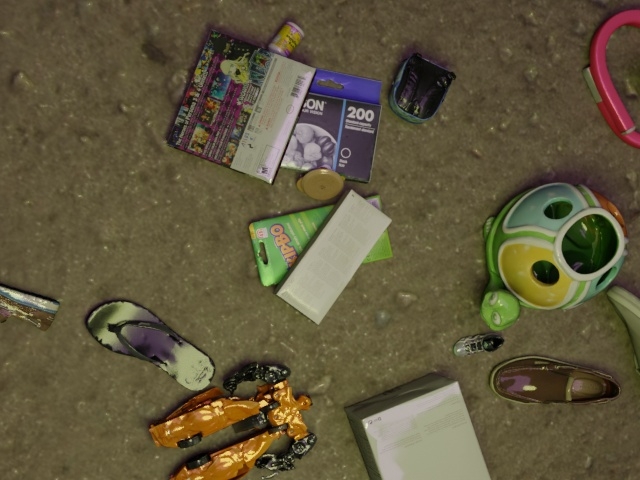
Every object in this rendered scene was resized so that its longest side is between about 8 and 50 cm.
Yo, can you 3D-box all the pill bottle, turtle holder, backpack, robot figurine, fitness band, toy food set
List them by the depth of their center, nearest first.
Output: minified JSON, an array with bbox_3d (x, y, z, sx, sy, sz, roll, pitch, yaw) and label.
[{"bbox_3d":[-0.153,0.345,1.697,0.291,0.085,0.211,-21,93,-10],"label":"robot figurine"},{"bbox_3d":[0.426,0.018,1.744,0.320,0.227,0.243,-12,91,-11],"label":"turtle holder"},{"bbox_3d":[0.003,-0.106,1.747,0.083,0.083,0.020,26,41,-26],"label":"toy food set"},{"bbox_3d":[-0.071,-0.370,1.753,0.043,0.043,0.083,38,83,-8],"label":"pill bottle"},{"bbox_3d":[0.185,-0.284,1.779,0.105,0.084,0.114,26,80,-10],"label":"backpack"},{"bbox_3d":[0.658,-0.327,1.888,0.209,0.054,0.290,-29,95,-11],"label":"fitness band"}]

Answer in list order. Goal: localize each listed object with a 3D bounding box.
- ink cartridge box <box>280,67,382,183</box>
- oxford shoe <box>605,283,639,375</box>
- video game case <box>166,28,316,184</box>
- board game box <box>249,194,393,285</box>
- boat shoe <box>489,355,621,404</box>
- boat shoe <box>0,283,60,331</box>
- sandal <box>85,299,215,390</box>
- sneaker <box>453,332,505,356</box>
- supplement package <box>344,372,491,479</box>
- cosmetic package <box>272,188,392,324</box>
[{"bbox_3d":[0.010,-0.226,1.765,0.206,0.045,0.208,9,86,-9],"label":"ink cartridge box"},{"bbox_3d":[0.698,0.280,1.833,0.130,0.169,0.449,-38,97,10],"label":"oxford shoe"},{"bbox_3d":[-0.144,-0.245,1.709,0.210,0.042,0.232,20,88,3],"label":"video game case"},{"bbox_3d":[0.000,0.000,1.761,0.260,0.039,0.124,-13,91,-14],"label":"board game box"},{"bbox_3d":[0.464,0.277,1.811,0.258,0.095,0.095,2,88,-11],"label":"boat shoe"},{"bbox_3d":[-0.559,0.113,1.634,0.183,0.066,0.066,18,86,-10],"label":"boat shoe"},{"bbox_3d":[-0.303,0.186,1.687,0.255,0.054,0.097,28,83,-9],"label":"sandal"},{"bbox_3d":[0.311,0.202,1.797,0.098,0.069,0.038,-18,91,-11],"label":"sneaker"},{"bbox_3d":[0.179,0.381,1.726,0.194,0.149,0.203,-19,92,-11],"label":"supplement package"},{"bbox_3d":[0.021,0.029,1.718,0.099,0.060,0.239,37,83,-11],"label":"cosmetic package"}]
